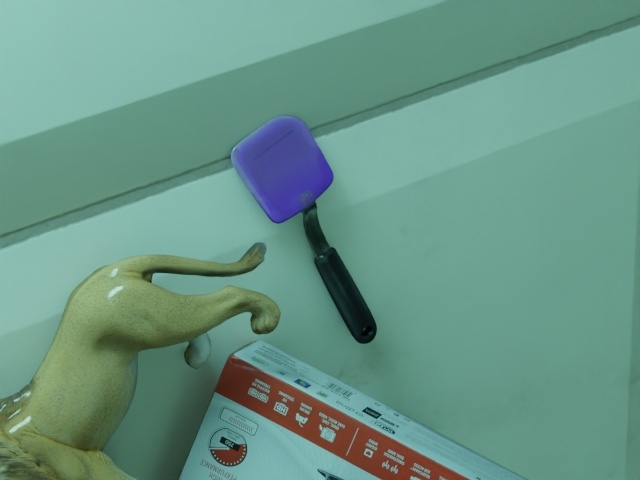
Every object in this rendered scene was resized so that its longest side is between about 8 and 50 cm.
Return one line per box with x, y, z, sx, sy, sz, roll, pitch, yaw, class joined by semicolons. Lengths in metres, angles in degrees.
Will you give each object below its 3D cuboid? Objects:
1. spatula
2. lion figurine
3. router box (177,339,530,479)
0.000;0.000;1.717;0.084;0.030;0.296;-38;131;-14;spatula
-0.215;0.139;1.600;0.240;0.142;0.392;28;84;-34;lion figurine
0.013;0.309;1.718;0.301;0.335;0.082;-68;166;15;router box
